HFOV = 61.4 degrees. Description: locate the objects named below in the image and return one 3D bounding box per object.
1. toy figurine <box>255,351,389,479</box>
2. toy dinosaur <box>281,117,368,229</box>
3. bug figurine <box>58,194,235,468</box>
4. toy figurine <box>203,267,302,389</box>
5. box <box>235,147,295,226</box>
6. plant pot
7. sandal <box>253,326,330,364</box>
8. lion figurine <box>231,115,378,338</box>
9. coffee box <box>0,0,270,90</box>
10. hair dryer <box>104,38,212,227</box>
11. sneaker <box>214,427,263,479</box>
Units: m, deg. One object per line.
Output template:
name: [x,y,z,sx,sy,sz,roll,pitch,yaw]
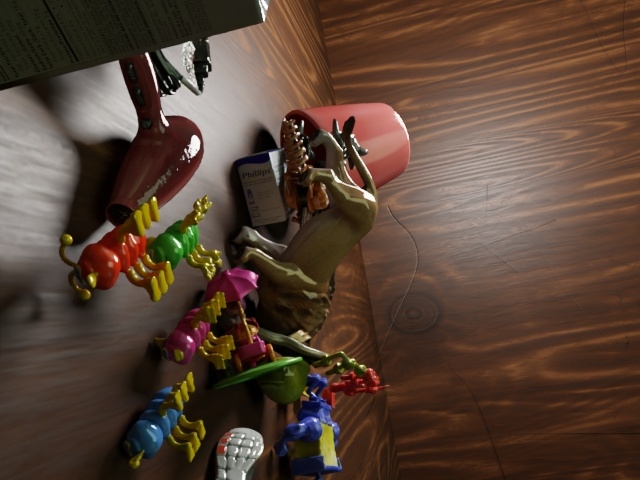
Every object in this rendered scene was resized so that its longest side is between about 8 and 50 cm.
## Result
toy figurine: [0.010,0.346,0.967,0.362,0.191,0.217,55,31,-62]
toy dinosaur: [-0.005,-0.114,1.063,0.322,0.164,0.219,101,4,-60]
bug figurine: [-0.166,0.081,0.567,0.216,0.072,0.279,-60,148,-65]
toy figurine: [-0.113,0.120,0.787,0.173,0.130,0.159,117,-43,-72]
box: [-0.105,-0.111,1.091,0.126,0.072,0.137,-57,136,-74]
plant pot: [0.068,-0.216,1.333,0.275,0.243,0.275,45,-34,42]
sandal: [-0.052,0.171,0.919,0.180,0.072,0.049,29,58,-27]
lion figurine: [0.000,0.000,0.949,0.240,0.392,0.142,37,10,-28]
coffee box: [-0.168,-0.214,0.428,0.141,0.246,0.098,-87,164,-49]
hair dryer: [-0.203,-0.151,0.609,0.223,0.080,0.294,34,53,-69]
sneaker: [-0.118,0.316,0.710,0.158,0.061,0.065,-70,175,-67]
